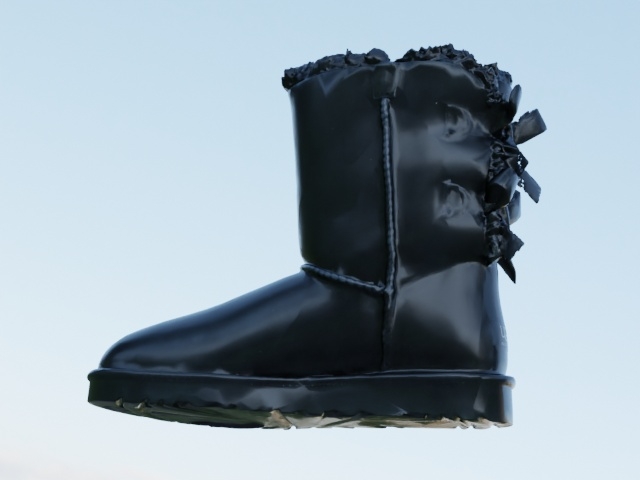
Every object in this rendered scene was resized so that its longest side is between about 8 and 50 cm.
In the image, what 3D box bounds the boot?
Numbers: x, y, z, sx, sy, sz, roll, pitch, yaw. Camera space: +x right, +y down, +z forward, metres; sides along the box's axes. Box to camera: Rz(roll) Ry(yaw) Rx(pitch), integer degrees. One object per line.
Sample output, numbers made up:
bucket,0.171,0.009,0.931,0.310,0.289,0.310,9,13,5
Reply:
boot,0.000,0.000,0.359,0.121,0.099,0.045,-1,-14,11
